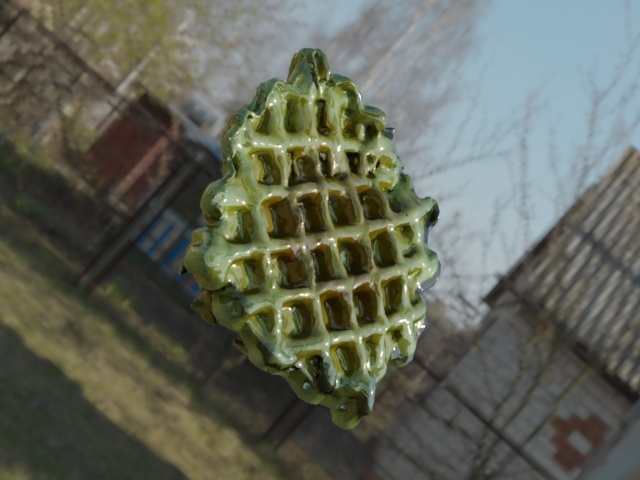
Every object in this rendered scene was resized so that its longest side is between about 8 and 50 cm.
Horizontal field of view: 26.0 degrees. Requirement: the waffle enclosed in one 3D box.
[{"bbox_3d":[0.000,0.000,1.257,0.073,0.297,0.317,-7,-41,40],"label":"waffle"}]
